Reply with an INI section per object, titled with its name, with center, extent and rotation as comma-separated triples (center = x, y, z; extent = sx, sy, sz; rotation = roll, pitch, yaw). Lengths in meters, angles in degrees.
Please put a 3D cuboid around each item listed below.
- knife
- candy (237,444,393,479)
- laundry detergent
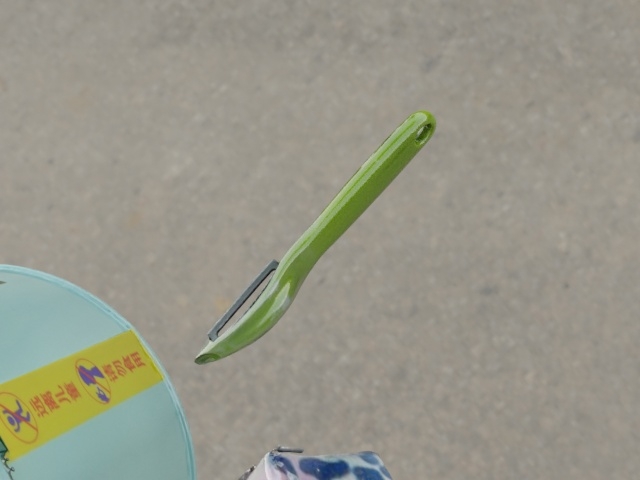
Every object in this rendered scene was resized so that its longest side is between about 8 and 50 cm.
[knife]
center = 0.000, 0.000, 0.769
extent = 0.184, 0.022, 0.026
rotation = -48, 54, -8
[candy]
center = -0.019, 0.173, 0.660
extent = 0.160, 0.073, 0.092
rotation = -56, 43, 31
[laundry detergent]
center = -0.254, 0.170, 0.839
extent = 0.287, 0.305, 0.287
rotation = 1, 96, 15
